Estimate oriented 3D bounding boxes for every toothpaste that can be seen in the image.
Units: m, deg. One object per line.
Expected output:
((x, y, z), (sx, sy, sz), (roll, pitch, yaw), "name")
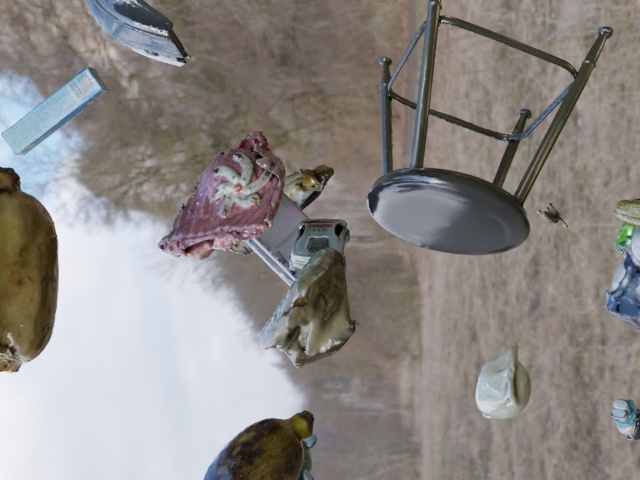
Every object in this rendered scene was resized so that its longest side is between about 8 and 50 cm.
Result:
((-0.620, -0.301, 1.953), (0.065, 0.267, 0.050), (54, -172, -1), "toothpaste")

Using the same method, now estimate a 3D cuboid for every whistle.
((-0.056, 0.523, 1.814), (0.077, 0.114, 0.235), (55, -159, -31), "whistle")

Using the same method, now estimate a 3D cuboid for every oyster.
((-0.099, -0.081, 2.070), (0.128, 0.345, 0.078), (47, 158, 10), "oyster")

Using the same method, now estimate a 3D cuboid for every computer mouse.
((-0.329, -0.374, 1.480), (0.071, 0.231, 0.126), (-52, -4, -12), "computer mouse")

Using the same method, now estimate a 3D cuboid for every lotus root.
((-0.129, 0.450, 1.644), (0.314, 0.169, 0.141), (-49, -61, -20), "lotus root")
((-0.439, 0.039, 1.143), (0.160, 0.146, 0.284), (6, -101, -51), "lotus root")

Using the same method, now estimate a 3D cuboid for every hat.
((-0.153, -0.097, 1.467), (0.107, 0.237, 0.286), (60, -146, -36), "hat")

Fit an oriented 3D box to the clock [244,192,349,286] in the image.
((-0.092, -0.012, 1.717), (0.102, 0.338, 0.338), (-46, -16, -8), "clock")

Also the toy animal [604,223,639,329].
((0.650, 0.036, 1.555), (0.212, 0.213, 0.266), (-75, -7, -68), "toy animal")

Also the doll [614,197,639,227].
((0.549, -0.047, 1.328), (0.097, 0.137, 0.209), (-62, 10, 0), "doll")

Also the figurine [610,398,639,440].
((0.506, 0.289, 1.374), (0.106, 0.047, 0.060), (42, -137, -45), "figurine")

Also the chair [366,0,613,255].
((0.277, -0.210, 1.605), (0.364, 0.362, 0.410), (125, 164, -69), "chair")

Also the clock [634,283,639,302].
((0.641, 0.040, 1.269), (0.319, 0.319, 0.066), (73, 178, -69), "clock")

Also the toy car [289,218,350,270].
((0.000, 0.000, 1.449), (0.205, 0.095, 0.056), (-79, -13, -65), "toy car")

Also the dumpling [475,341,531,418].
((0.461, 0.356, 2.118), (0.252, 0.131, 0.179), (92, -172, -59), "dumpling")

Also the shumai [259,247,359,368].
((-0.005, 0.113, 1.268), (0.201, 0.120, 0.201), (-54, 0, -1), "shumai")

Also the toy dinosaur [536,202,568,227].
((0.539, -0.065, 1.967), (0.180, 0.037, 0.058), (8, -142, -51), "toy dinosaur")
